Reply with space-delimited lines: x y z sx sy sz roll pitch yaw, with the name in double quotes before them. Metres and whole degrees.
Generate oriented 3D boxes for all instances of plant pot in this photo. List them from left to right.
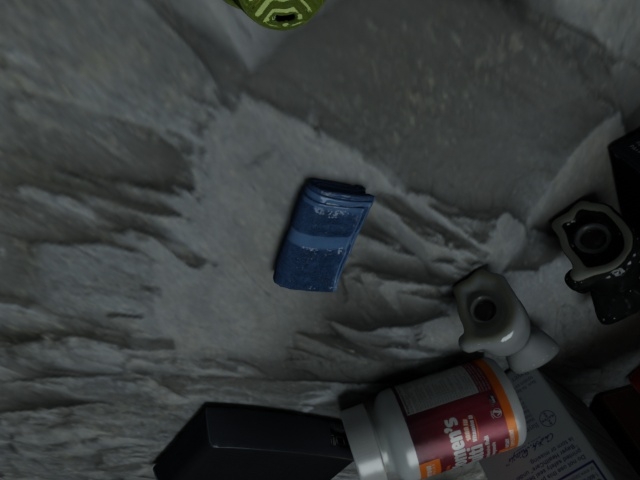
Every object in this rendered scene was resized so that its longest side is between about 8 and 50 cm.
"plant pot" -0.027 -0.158 0.295 0.083 0.079 0.083 -10 134 -11

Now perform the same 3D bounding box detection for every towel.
"towel" 0.000 0.000 0.487 0.067 0.029 0.120 5 130 -22

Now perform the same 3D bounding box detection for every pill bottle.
"pill bottle" 0.146 0.245 0.701 0.221 0.121 0.121 -17 135 -3

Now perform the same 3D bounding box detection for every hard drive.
"hard drive" -0.080 0.306 0.727 0.254 0.054 0.172 21 122 -33

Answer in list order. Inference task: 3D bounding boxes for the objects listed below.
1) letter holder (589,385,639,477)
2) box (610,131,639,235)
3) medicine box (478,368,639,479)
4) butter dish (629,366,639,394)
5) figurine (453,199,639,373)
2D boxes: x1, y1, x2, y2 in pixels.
"letter holder" 0.633 0.400 0.886 0.214 0.302 0.152 -14 135 -6
"box" 0.481 -0.025 0.441 0.294 0.296 0.183 -32 133 12
"medicine box" 0.373 0.364 0.770 0.149 0.289 0.263 -41 131 17
"butter dish" 0.637 0.233 0.863 0.118 0.160 0.160 -7 138 -46
"figurine" 0.284 0.082 0.627 0.214 0.092 0.209 -37 137 17
